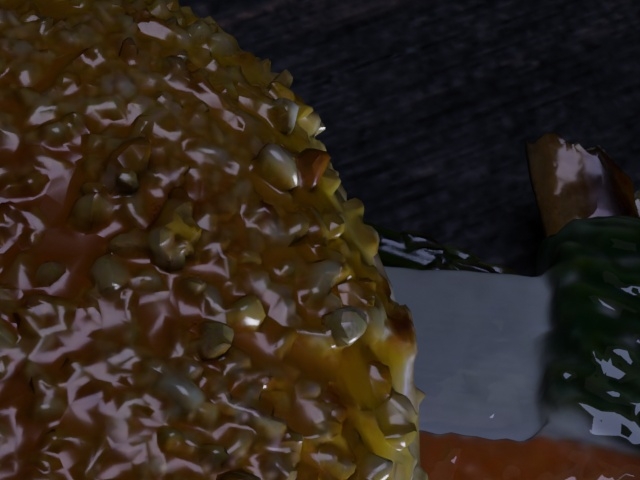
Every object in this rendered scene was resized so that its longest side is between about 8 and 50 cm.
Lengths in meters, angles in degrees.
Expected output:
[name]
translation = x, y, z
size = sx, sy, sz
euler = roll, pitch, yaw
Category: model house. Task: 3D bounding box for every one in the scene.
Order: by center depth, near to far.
[model house]
translation = -0.018, 0.120, 0.666
size = 0.300, 0.190, 0.271
euler = 10, 59, 3

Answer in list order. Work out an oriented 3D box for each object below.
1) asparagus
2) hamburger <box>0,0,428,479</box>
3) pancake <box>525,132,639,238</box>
[asparagus]
translation = 0.000, 0.000, 0.815
size = 0.236, 0.027, 0.034
euler = 15, 63, -4
[hamburger]
translation = -0.113, 0.059, 0.505
size = 0.302, 0.170, 0.302
euler = -5, 59, 7
[pancake]
translation = 0.215, 0.060, 0.812
size = 0.257, 0.056, 0.212
euler = 7, 60, -9
